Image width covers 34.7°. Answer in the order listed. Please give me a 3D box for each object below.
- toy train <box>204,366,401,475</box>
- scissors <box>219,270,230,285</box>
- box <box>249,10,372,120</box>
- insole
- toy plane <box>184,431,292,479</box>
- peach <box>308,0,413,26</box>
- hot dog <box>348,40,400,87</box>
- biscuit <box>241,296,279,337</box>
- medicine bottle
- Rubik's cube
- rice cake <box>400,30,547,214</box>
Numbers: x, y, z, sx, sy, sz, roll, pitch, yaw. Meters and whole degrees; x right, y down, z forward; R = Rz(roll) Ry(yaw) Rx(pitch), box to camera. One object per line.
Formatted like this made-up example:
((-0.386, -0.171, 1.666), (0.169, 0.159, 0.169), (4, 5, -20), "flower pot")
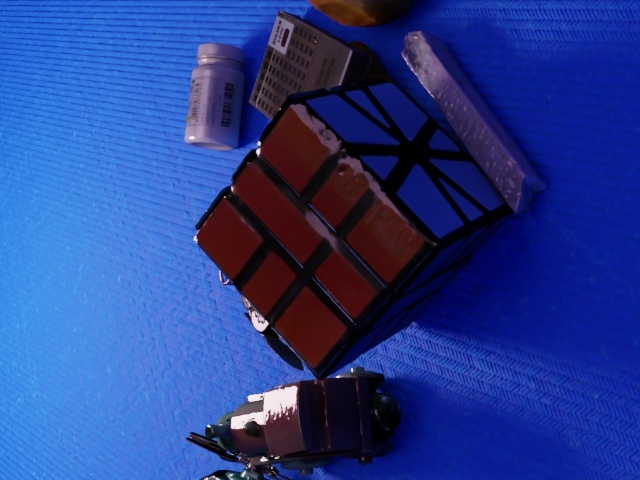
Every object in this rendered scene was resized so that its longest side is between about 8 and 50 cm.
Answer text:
((-0.031, 0.277, 1.552), (0.304, 0.221, 0.150), (-21, 70, 45), "toy train")
((-0.155, -0.003, 1.892), (0.085, 0.022, 0.176), (2, 87, 49), "scissors")
((-0.024, -0.267, 1.723), (0.325, 0.047, 0.180), (45, 120, 58), "box")
((-0.079, 0.171, 1.747), (0.004, 0.064, 0.188), (-57, 40, 7), "insole")
((-0.095, 0.435, 1.678), (0.381, 0.106, 0.155), (15, 95, 47), "toy plane")
((0.053, -0.450, 1.593), (0.214, 0.235, 0.214), (-12, 70, 36), "peach")
((0.100, -0.211, 1.616), (0.083, 0.068, 0.289), (-44, 47, 20), "hot dog")
((0.000, 0.000, 1.683), (0.388, 0.073, 0.107), (-52, 47, 27), "biscuit")
((-0.196, -0.268, 1.927), (0.102, 0.102, 0.187), (2, 85, 48), "medicine bottle")
((0.049, -0.029, 1.417), (0.293, 0.288, 0.283), (48, 122, 11), "Rubik's cube")
((0.217, -0.180, 1.475), (0.056, 0.072, 0.365), (-49, 50, 27), "rice cake")
